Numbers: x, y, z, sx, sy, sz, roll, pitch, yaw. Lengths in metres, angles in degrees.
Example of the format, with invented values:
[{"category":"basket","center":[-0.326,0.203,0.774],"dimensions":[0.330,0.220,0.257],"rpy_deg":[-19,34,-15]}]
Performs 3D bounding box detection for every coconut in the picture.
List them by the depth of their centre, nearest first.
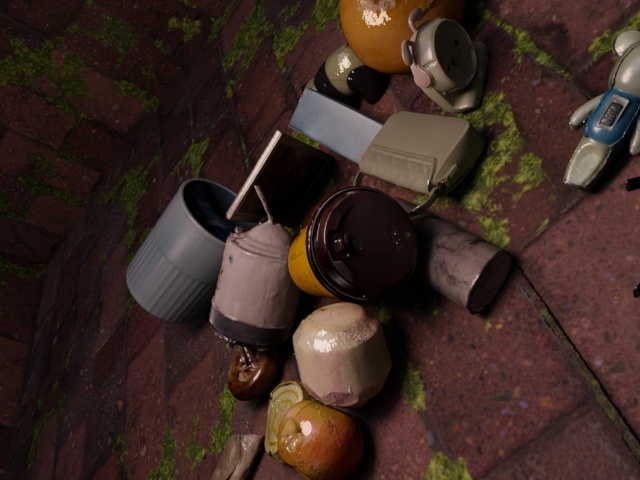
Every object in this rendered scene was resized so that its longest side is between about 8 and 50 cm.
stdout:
[{"category":"coconut","center":[0.037,0.206,1.015],"dimensions":[0.171,0.171,0.183],"rpy_deg":[16,120,57]}]

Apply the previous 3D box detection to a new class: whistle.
[{"category":"whistle","center":[0.419,-0.177,0.833],"dimensions":[0.114,0.077,0.235],"rpy_deg":[33,103,29]}]

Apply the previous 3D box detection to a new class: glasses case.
[{"category":"glasses case","center":[0.191,0.016,1.020],"dimensions":[0.114,0.060,0.299],"rpy_deg":[-58,33,4]},{"category":"glasses case","center":[0.048,-0.250,1.323],"dimensions":[0.266,0.056,0.105],"rpy_deg":[35,104,36]}]

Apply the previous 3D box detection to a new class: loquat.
[{"category":"loquat","center":[0.167,-0.479,1.226],"dimensions":[0.263,0.263,0.263],"rpy_deg":[-33,44,38]}]

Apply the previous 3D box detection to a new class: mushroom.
[{"category":"mushroom","center":[-0.144,0.268,1.293],"dimensions":[0.135,0.080,0.170],"rpy_deg":[-19,53,33]}]

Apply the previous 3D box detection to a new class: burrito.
[{"category":"burrito","center":[-0.186,0.490,1.211],"dimensions":[0.087,0.060,0.226],"rpy_deg":[13,77,51]}]

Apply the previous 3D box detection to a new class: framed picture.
[{"category":"framed picture","center":[-0.085,-0.127,1.335],"dimensions":[0.020,0.289,0.211],"rpy_deg":[38,101,18]}]

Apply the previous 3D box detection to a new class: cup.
[{"category":"cup","center":[0.040,0.023,1.050],"dimensions":[0.280,0.196,0.196],"rpy_deg":[149,139,-69]},{"category":"cup","center":[-0.341,0.013,1.580],"dimensions":[0.311,0.257,0.331],"rpy_deg":[-48,37,24]}]

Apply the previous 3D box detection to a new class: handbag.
[{"category":"handbag","center":[0.166,-0.137,1.118],"dimensions":[0.219,0.079,0.256],"rpy_deg":[-52,33,-6]}]

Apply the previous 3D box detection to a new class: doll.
[{"category":"doll","center":[0.053,-0.384,1.427],"dimensions":[0.234,0.135,0.143],"rpy_deg":[-34,41,43]}]

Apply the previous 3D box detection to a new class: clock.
[{"category":"clock","center":[0.228,-0.337,1.095],"dimensions":[0.062,0.191,0.151],"rpy_deg":[-10,61,52]}]

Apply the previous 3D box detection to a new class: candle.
[{"category":"candle","center":[-0.120,0.055,1.241],"dimensions":[0.187,0.187,0.330],"rpy_deg":[38,118,57]}]

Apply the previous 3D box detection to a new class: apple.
[{"category":"apple","center":[-0.001,0.342,0.991],"dimensions":[0.146,0.146,0.146],"rpy_deg":[-33,44,38]}]

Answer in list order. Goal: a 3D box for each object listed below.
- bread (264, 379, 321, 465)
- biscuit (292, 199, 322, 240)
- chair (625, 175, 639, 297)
[{"category":"bread","center":[-0.054,0.346,1.128],"dimensions":[0.117,0.064,0.156],"rpy_deg":[-18,55,53]},{"category":"biscuit","center":[0.000,0.000,1.313],"dimensions":[0.226,0.042,0.226],"rpy_deg":[-33,45,40]},{"category":"chair","center":[0.463,-0.046,0.612],"dimensions":[0.247,0.172,0.159],"rpy_deg":[-26,23,-24]}]
